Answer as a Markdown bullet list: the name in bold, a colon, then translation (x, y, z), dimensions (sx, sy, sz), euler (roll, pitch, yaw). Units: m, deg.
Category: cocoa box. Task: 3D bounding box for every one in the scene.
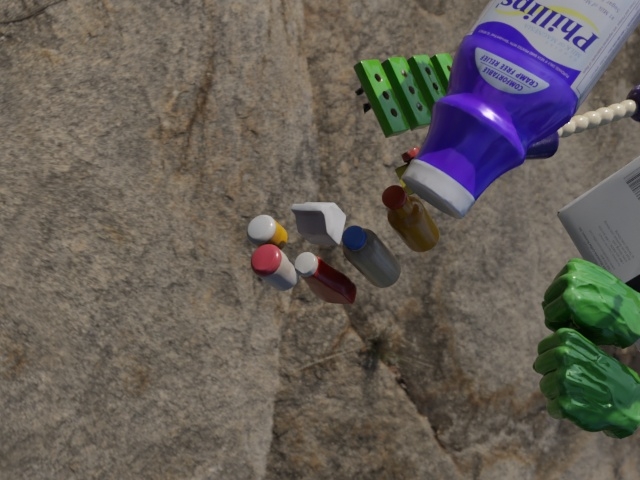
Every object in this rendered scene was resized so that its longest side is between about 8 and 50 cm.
- **cocoa box**: translation (0.672, 0.045, 1.167), dimensions (0.228, 0.231, 0.347), euler (21, 40, -40)

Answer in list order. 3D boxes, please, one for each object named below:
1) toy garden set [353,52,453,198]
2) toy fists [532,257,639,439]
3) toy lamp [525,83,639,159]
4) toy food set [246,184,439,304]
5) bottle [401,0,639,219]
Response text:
- **toy garden set**: translation (0.157, -0.173, 0.914), dimensions (0.244, 0.049, 0.204), euler (-22, 87, -46)
- **toy fists**: translation (0.394, 0.150, 0.912), dimensions (0.142, 0.096, 0.279), euler (31, 55, -12)
- **toy lamp**: translation (0.432, -0.193, 1.012), dimensions (0.275, 0.080, 0.080), euler (-16, 107, -12)
- **toy food set**: translation (0.000, 0.000, 0.667), dimensions (0.104, 0.232, 0.111), euler (44, 55, -54)
- **bottle**: translation (0.178, -0.151, 0.536), dimensions (0.283, 0.118, 0.092), euler (-54, 160, 1)
